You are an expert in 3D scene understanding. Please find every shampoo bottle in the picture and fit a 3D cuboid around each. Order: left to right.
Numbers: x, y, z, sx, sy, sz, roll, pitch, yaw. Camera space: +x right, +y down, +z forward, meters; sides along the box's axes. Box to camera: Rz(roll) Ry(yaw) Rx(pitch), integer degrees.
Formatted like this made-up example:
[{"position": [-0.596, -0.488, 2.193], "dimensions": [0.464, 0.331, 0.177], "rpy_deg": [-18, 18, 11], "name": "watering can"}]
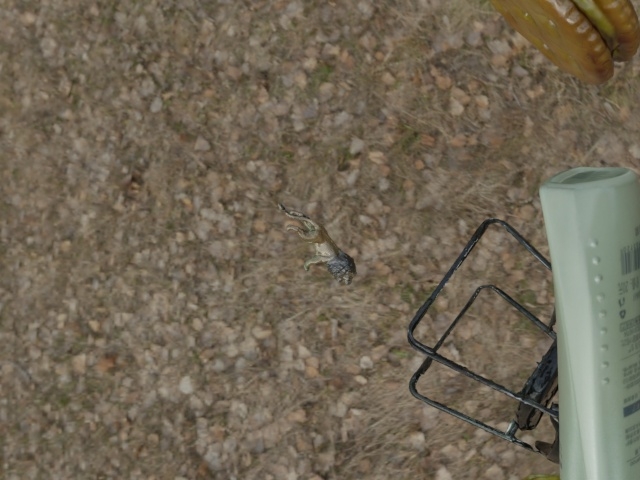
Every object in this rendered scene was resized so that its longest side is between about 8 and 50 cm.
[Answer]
[{"position": [0.153, 0.068, 0.416], "dimensions": [0.049, 0.072, 0.212], "rpy_deg": [2, 103, 36], "name": "shampoo bottle"}]

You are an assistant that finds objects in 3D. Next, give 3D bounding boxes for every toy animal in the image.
[{"position": [-0.014, 0.004, 1.523], "dimensions": [0.086, 0.220, 0.069], "rpy_deg": [-29, 25, 39], "name": "toy animal"}]

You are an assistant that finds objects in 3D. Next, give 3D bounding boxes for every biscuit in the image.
[{"position": [0.224, -0.246, 0.767], "dimensions": [0.066, 0.220, 0.220], "rpy_deg": [-47, 60, 9], "name": "biscuit"}]

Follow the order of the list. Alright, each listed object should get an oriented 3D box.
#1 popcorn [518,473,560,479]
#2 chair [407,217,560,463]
[{"position": [0.346, 0.450, 1.143], "dimensions": [0.218, 0.189, 0.169], "rpy_deg": [-44, 17, 38], "name": "popcorn"}, {"position": [0.200, 0.112, 0.651], "dimensions": [0.221, 0.140, 0.145], "rpy_deg": [31, 69, 24], "name": "chair"}]
